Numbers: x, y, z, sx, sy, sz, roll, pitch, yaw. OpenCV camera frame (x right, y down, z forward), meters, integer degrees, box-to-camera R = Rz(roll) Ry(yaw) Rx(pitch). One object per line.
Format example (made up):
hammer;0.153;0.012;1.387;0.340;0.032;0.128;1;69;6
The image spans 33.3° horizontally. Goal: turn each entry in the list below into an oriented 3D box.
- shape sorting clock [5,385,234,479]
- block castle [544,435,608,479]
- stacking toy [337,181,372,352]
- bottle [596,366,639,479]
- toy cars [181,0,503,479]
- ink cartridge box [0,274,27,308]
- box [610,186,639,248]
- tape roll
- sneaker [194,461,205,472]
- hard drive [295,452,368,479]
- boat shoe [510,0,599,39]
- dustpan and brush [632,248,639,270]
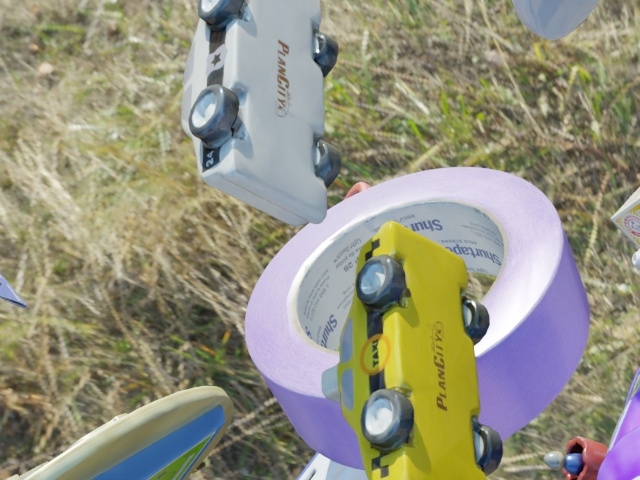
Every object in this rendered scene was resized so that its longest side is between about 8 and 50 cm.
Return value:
shape sorting clock;-0.126;0.136;0.498;0.206;0.206;0.040;-44;78;5
block castle;0.430;0.567;1.696;0.213;0.303;0.453;11;104;-10
stacking toy;0.072;0.094;1.424;0.309;0.130;0.279;-92;23;-56
bottle;0.235;0.145;0.696;0.092;0.283;0.118;16;103;19
toy cars;0.000;0.000;0.702;0.087;0.176;0.394;-29;90;37
ink cartridge box;-0.492;0.033;1.164;0.186;0.311;0.065;20;92;61
box;0.517;-0.061;1.486;0.103;0.203;0.114;46;65;4
tape roll;0.078;0.057;0.892;0.275;0.090;0.275;-19;35;14
sneaker;-0.209;0.338;1.669;0.067;0.188;0.078;-8;108;17
hard drive;0.087;0.325;1.054;0.210;0.318;0.040;-51;27;-11
boat shoe;0.129;-0.256;0.680;0.096;0.267;0.088;-35;44;-14
dustpan and brush;0.343;0.020;1.083;0.060;0.211;0.147;5;91;13
